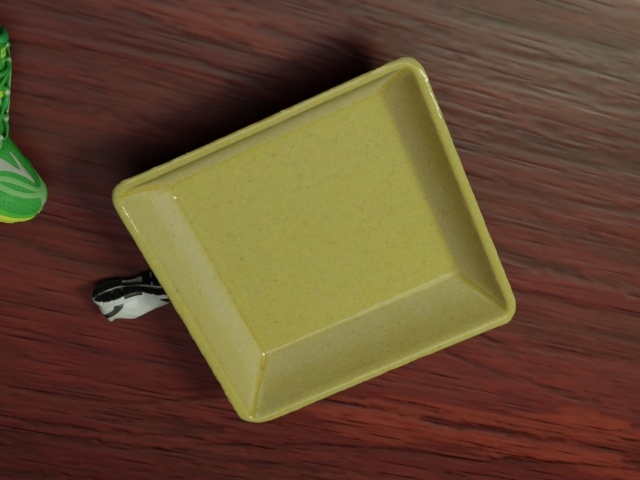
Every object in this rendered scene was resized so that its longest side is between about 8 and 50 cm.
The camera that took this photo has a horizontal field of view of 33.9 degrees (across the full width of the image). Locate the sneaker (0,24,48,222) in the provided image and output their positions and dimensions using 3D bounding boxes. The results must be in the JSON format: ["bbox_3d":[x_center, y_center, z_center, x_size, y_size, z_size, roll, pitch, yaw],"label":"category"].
[{"bbox_3d":[-0.337,-0.141,0.984,0.123,0.109,0.295,-23,118,10],"label":"sneaker"}]

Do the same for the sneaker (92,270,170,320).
[{"bbox_3d":[-0.193,0.061,1.155,0.109,0.040,0.044,-8,135,1],"label":"sneaker"}]

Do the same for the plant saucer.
[{"bbox_3d":[0.000,0.000,1.118,0.333,0.081,0.333,-23,118,5],"label":"plant saucer"}]
